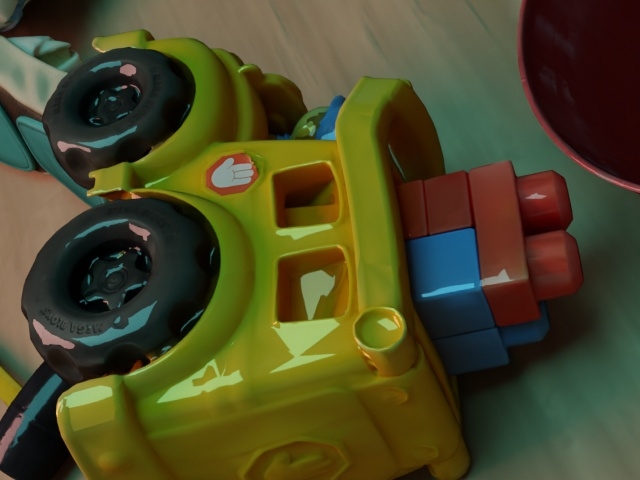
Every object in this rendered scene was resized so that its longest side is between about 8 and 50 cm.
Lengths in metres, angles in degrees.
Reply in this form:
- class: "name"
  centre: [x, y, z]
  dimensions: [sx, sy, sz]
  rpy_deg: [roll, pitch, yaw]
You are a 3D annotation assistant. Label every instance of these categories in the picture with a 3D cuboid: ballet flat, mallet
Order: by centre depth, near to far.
- class: "mallet"
  centre: [-0.179, 0.063, 0.696]
  dimensions: [0.062, 0.039, 0.190]
  rpy_deg: [-52, 42, 0]
- class: "ballet flat"
  centre: [-0.155, -0.078, 0.745]
  dimensions: [0.248, 0.086, 0.086]
  rpy_deg: [28, 81, 42]

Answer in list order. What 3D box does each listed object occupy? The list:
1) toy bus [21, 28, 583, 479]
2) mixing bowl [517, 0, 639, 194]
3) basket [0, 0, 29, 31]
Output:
- class: "toy bus"
  centre: [0.000, 0.000, 0.536]
  dimensions: [0.212, 0.149, 0.220]
  rpy_deg: [-16, 51, 12]
- class: "mixing bowl"
  centre: [0.176, -0.072, 0.469]
  dimensions: [0.181, 0.098, 0.181]
  rpy_deg: [-19, 53, 27]
- class: "basket"
  centre: [-0.268, -0.262, 0.847]
  dimensions: [0.255, 0.201, 0.288]
  rpy_deg: [-11, 61, 40]
